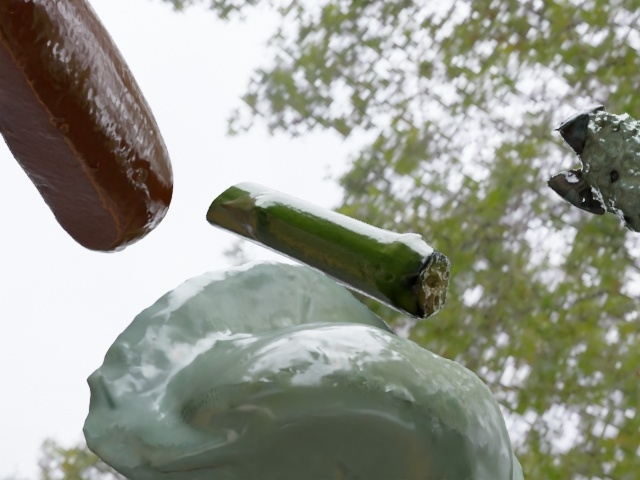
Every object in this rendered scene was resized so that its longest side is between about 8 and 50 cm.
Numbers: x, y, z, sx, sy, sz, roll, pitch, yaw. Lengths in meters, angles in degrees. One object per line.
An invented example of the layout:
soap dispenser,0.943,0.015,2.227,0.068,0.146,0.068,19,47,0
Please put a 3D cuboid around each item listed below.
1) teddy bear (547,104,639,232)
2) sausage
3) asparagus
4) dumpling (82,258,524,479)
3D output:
teddy bear,0.250,-0.038,0.883,0.213,0.111,0.133,38,-20,48
sausage,-0.178,-0.103,0.952,0.094,0.097,0.348,0,-31,12
asparagus,0.001,-0.001,1.206,0.278,0.060,0.067,24,-22,41
dumpling,0.028,0.147,1.003,0.212,0.270,0.320,1,-41,46
